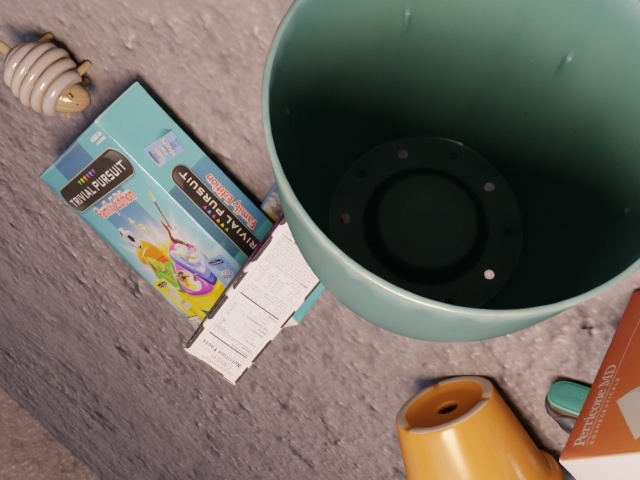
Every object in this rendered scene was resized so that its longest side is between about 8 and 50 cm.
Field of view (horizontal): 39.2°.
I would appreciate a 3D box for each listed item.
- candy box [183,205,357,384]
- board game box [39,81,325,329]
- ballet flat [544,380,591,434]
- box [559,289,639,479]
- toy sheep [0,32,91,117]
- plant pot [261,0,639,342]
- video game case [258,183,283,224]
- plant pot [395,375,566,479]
[{"bbox_3d":[-0.033,0.021,0.934,0.071,0.159,0.233,37,122,-4],"label":"candy box"},{"bbox_3d":[-0.183,-0.016,1.156,0.336,0.079,0.254,46,150,-14],"label":"board game box"},{"bbox_3d":[0.343,0.210,0.982,0.203,0.074,0.074,15,141,39],"label":"ballet flat"},{"bbox_3d":[0.397,0.127,0.698,0.168,0.215,0.345,45,145,-12],"label":"box"},{"bbox_3d":[-0.332,-0.198,1.076,0.132,0.091,0.091,34,147,5],"label":"toy sheep"},{"bbox_3d":[0.100,-0.051,0.701,0.293,0.293,0.235,31,161,8],"label":"plant pot"},{"bbox_3d":[0.000,0.000,1.083,0.166,0.015,0.119,37,147,-1],"label":"video game case"},{"bbox_3d":[0.187,0.280,1.113,0.205,0.205,0.188,-9,111,47],"label":"plant pot"}]
